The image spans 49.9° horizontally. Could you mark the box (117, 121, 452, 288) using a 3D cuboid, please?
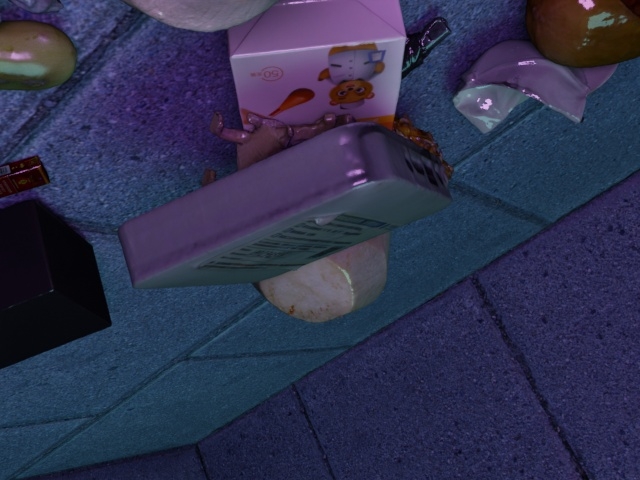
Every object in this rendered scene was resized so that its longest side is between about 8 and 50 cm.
[{"bbox_3d":[-0.030,-0.037,0.998,0.397,0.111,0.396,-22,171,20],"label":"box"}]

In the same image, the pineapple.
[{"bbox_3d":[0.147,-0.172,1.279,0.335,0.161,0.158,5,180,-37],"label":"pineapple"}]

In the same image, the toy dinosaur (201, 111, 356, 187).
[{"bbox_3d":[-0.073,-0.110,0.971,0.200,0.072,0.251,-3,150,-30],"label":"toy dinosaur"}]

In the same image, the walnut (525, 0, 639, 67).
[{"bbox_3d":[0.465,-0.387,1.124,0.298,0.203,0.203,-14,156,-32],"label":"walnut"}]

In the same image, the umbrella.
[{"bbox_3d":[0.120,-0.290,1.161,0.236,0.059,0.066,-38,178,25],"label":"umbrella"}]

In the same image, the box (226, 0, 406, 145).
[{"bbox_3d":[-0.009,-0.224,0.988,0.225,0.143,0.341,-7,158,-2],"label":"box"}]

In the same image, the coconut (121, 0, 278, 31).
[{"bbox_3d":[-0.121,-0.322,0.602,0.245,0.247,0.244,-21,129,-28],"label":"coconut"}]

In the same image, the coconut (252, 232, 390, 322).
[{"bbox_3d":[0.000,0.000,1.389,0.323,0.322,0.323,-22,158,-9],"label":"coconut"}]

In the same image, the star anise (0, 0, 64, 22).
[{"bbox_3d":[-0.334,-0.271,0.653,0.236,0.093,0.229,-43,156,20],"label":"star anise"}]

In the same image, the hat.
[{"bbox_3d":[0.407,-0.328,1.282,0.301,0.168,0.258,-43,-159,-17],"label":"hat"}]

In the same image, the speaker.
[{"bbox_3d":[-0.524,0.084,1.151,0.254,0.184,0.232,-21,158,-1],"label":"speaker"}]

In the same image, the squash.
[{"bbox_3d":[-0.397,-0.210,0.760,0.250,0.083,0.083,-5,151,-35],"label":"squash"}]

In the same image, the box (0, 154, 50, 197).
[{"bbox_3d":[-0.454,-0.094,1.029,0.082,0.023,0.051,-20,159,-13],"label":"box"}]
